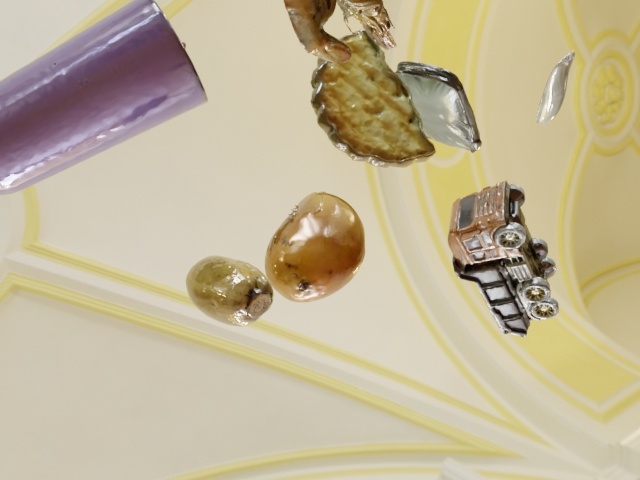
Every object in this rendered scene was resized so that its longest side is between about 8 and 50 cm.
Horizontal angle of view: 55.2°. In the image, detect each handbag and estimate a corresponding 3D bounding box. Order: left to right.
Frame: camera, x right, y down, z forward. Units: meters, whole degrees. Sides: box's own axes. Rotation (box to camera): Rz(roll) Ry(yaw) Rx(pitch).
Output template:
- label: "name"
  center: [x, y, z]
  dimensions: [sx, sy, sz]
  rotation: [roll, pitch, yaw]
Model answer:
- label: "handbag"
  center: [0.313, -0.342, 1.612]
  dimensions: [0.075, 0.192, 0.332]
  rotation: [-60, -33, -12]

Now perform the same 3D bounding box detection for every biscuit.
- label: "biscuit"
  center: [0.115, -0.314, 1.365]
  dimensions: [0.329, 0.078, 0.335]
  rotation: [9, -111, -33]

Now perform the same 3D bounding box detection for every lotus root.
- label: "lotus root"
  center: [-0.171, 0.084, 1.098]
  dimensions: [0.125, 0.221, 0.118]
  rotation: [38, -105, -42]

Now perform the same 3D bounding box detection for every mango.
- label: "mango"
  center: [-0.001, -0.002, 0.690]
  dimensions: [0.084, 0.105, 0.159]
  rotation: [82, -157, -49]

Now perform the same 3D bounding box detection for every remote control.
- label: "remote control"
  center: [0.575, -0.361, 1.492]
  dimensions: [0.073, 0.044, 0.229]
  rotation: [-38, -24, -14]

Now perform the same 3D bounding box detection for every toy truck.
- label: "toy truck"
  center: [0.219, 0.026, 0.728]
  dimensions: [0.192, 0.092, 0.083]
  rotation: [55, -145, -31]

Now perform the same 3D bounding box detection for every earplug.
- label: "earplug"
  center: [-0.443, -0.236, 1.086]
  dimensions: [0.456, 0.215, 0.215]
  rotation: [-31, -65, -7]

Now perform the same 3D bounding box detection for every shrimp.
- label: "shrimp"
  center: [0.022, -0.194, 0.528]
  dimensions: [0.162, 0.045, 0.095]
  rotation: [30, -115, -50]
